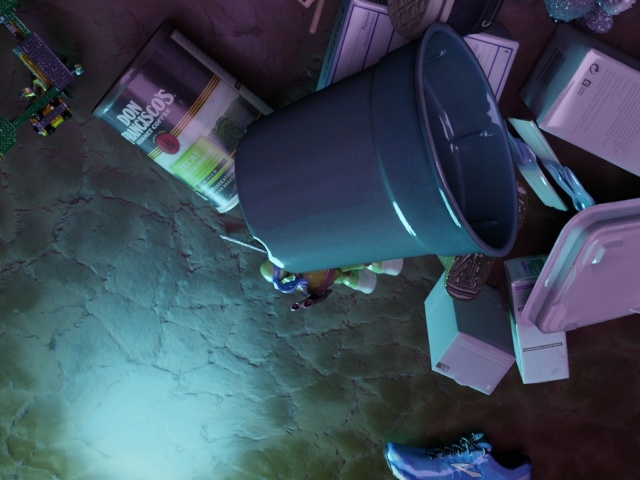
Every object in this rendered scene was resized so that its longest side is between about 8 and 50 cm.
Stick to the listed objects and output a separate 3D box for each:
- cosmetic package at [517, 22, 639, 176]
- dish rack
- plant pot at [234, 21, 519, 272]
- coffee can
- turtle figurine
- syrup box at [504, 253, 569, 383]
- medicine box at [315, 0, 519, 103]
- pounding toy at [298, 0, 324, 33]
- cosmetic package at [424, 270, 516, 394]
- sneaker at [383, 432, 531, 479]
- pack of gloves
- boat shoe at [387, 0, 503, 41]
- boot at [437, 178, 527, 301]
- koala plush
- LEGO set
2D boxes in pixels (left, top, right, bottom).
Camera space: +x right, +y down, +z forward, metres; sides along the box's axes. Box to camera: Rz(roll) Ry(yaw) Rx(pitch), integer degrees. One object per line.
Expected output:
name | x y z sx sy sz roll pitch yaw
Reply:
cosmetic package | 0.551 -0.204 1.534 0.385 0.217 0.156 26 113 -10
dish rack | 0.538 0.053 1.630 0.333 0.072 0.285 -8 134 -29
plant pot | 0.075 -0.107 1.350 0.334 0.341 0.341 -14 116 28
coffee can | -0.215 -0.208 1.537 0.275 0.201 0.201 38 110 -17
turtle figurine | 0.000 0.000 1.665 0.266 0.274 0.197 9 116 -32
syrup box | 0.422 0.153 1.771 0.096 0.093 0.236 -9 115 5
medicine box | 0.148 -0.263 1.539 0.289 0.149 0.263 14 115 -6
pounding toy | -0.007 -0.421 1.432 0.100 0.141 0.130 38 110 -18
cosmetic package | 0.276 0.165 1.697 0.127 0.238 0.107 24 114 -12
sneaker | 0.293 0.466 1.923 0.330 0.130 0.147 13 101 -10
pack of gloves | 0.394 -0.144 1.585 0.046 0.195 0.232 -44 110 -5
boat shoe | 0.245 -0.506 1.269 0.156 0.186 0.500 0 128 -27
boot | 0.260 -0.041 1.582 0.089 0.269 0.236 25 110 -8
koala plush | 0.392 -0.415 1.398 0.196 0.221 0.203 23 123 3
LEGO set | -0.569 -0.294 1.484 0.331 0.192 0.255 43 72 -24
